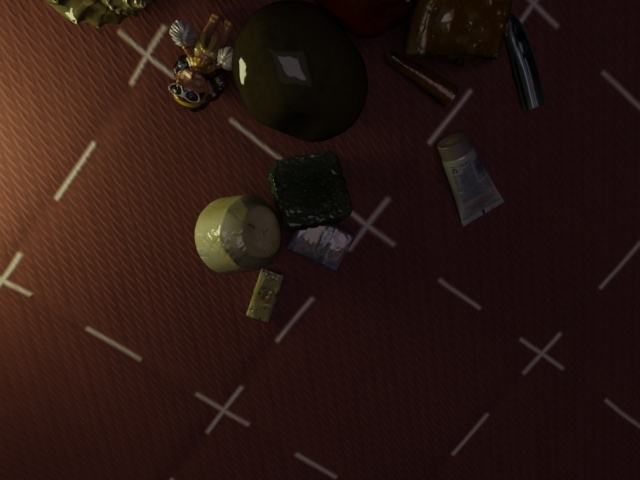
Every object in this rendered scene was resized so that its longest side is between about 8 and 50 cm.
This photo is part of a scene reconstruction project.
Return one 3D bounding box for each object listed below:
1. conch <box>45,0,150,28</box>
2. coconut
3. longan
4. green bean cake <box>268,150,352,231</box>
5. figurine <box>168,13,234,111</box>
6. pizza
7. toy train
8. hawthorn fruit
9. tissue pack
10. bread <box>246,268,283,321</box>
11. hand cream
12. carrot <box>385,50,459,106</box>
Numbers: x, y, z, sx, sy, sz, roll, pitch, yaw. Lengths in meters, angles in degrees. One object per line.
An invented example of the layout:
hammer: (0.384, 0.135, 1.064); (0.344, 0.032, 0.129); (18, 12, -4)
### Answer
conch: (-0.521, -0.573, 1.096); (0.324, 0.263, 0.186); (23, 128, 25)
coconut: (-0.213, -0.015, 1.256); (0.202, 0.221, 0.202); (6, 81, -44)
longan: (-0.044, -0.379, 1.145); (0.350, 0.288, 0.288); (25, 101, -40)
green bean cake: (-0.030, -0.122, 1.260); (0.184, 0.094, 0.184); (-12, 82, -19)
figurine: (-0.283, -0.430, 1.194); (0.174, 0.116, 0.240); (23, 94, -8)
pizza: (0.356, -0.561, 1.189); (0.409, 0.114, 0.277); (-51, 129, -5)
toy train: (0.528, -0.469, 1.287); (0.055, 0.048, 0.252); (-22, 104, -2)
hawthorn fruit: (0.078, -0.628, 1.110); (0.330, 0.287, 0.287); (37, 98, 10)
tissue pack: (0.000, 0.000, 1.345); (0.155, 0.065, 0.116); (26, 100, -11)
bread: (-0.155, 0.153, 1.387); (0.068, 0.028, 0.154); (18, 103, -10)
hand cream: (0.403, -0.170, 1.340); (0.133, 0.083, 0.248); (-28, 115, 3)
carrot: (0.253, -0.424, 1.272); (0.209, 0.061, 0.061); (31, 99, -8)
